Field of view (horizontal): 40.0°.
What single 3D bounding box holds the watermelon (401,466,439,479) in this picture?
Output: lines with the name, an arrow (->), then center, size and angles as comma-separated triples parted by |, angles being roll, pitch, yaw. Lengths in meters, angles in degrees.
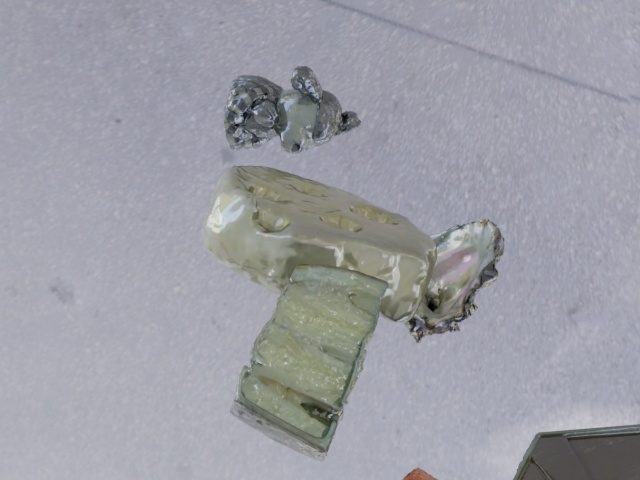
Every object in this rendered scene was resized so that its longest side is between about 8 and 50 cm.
watermelon -> 0.135, 0.430, 1.333 | 0.137, 0.145, 0.193 | 60, 140, 17

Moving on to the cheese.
cheese -> 0.000, 0.000, 1.196 | 0.326, 0.318, 0.115 | 26, 107, 28

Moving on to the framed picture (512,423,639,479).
framed picture -> 0.305, 0.287, 1.014 | 0.192, 0.265, 0.018 | -12, 104, 34

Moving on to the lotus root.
lotus root -> -0.013, 0.137, 0.978 | 0.119, 0.235, 0.138 | 21, 136, 4

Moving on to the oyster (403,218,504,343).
oyster -> 0.178, 0.065, 1.285 | 0.092, 0.198, 0.260 | 44, 147, -19

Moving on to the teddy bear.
teddy bear -> -0.067, -0.235, 1.605 | 0.251, 0.144, 0.171 | 3, 142, 22
